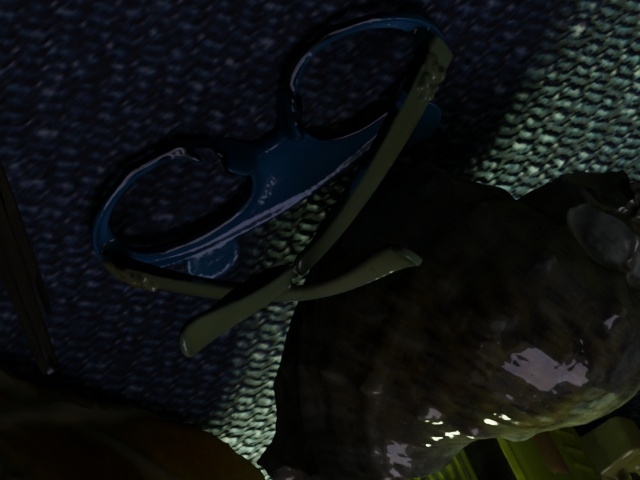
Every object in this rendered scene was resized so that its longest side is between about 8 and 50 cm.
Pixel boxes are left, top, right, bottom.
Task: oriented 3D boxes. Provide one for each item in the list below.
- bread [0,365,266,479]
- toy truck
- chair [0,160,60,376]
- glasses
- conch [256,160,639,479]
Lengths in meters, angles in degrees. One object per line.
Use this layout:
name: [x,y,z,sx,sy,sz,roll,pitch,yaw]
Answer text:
bread: [-0.154,0.305,1.081,0.279,0.371,0.390,-42,140,19]
toy truck: [0.204,0.208,1.387,0.157,0.124,0.272,-44,140,23]
chair: [-0.240,-0.051,0.787,0.188,0.166,0.272,-20,101,-8]
glasses: [-0.021,-0.029,0.949,0.239,0.207,0.102,-34,107,7]
conch: [0.075,0.035,1.027,0.291,0.210,0.159,-29,143,-4]
